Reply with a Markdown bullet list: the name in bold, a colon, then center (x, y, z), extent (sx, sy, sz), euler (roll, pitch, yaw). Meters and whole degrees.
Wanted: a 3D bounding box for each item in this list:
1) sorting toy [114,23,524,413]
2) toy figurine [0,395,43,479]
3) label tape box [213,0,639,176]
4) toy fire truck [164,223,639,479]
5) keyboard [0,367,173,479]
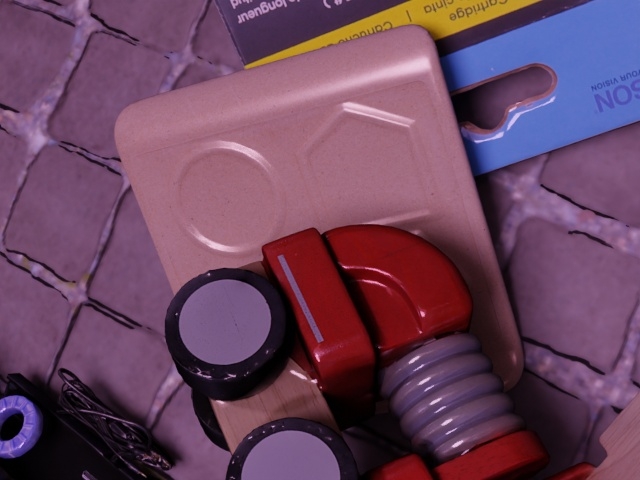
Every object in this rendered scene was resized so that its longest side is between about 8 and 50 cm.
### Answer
- **sorting toy**: center (0.000, 0.000, 0.638), extent (0.192, 0.038, 0.208), euler (-12, 104, 20)
- **toy figurine**: center (-0.264, 0.151, 0.639), extent (0.217, 0.191, 0.363), euler (-20, 52, -6)
- **label tape box**: center (0.047, -0.205, 0.617), extent (0.240, 0.106, 0.334), euler (-18, 108, 18)
- **toy fire truck**: center (0.073, 0.076, 0.522), extent (0.246, 0.158, 0.217), euler (-21, 63, -9)
- **keyboard**: center (-0.126, 0.150, 0.707), extent (0.192, 0.038, 0.100), euler (34, 119, 21)
